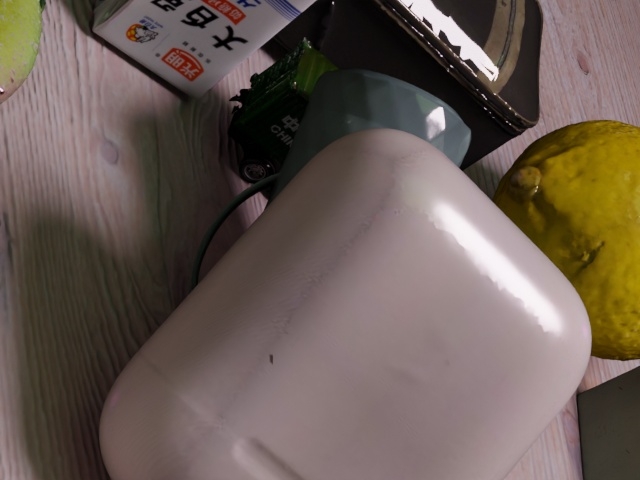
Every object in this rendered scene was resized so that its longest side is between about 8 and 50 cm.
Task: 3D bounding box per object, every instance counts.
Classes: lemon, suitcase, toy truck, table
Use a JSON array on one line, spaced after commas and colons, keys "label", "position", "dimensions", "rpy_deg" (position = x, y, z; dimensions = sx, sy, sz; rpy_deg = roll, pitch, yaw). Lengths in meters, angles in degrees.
[{"label": "lemon", "position": [0.317, -0.001, 1.594], "dimensions": [0.322, 0.268, 0.268], "rpy_deg": [22, 46, -23]}, {"label": "suitcase", "position": [0.068, -0.280, 1.564], "dimensions": [0.434, 0.194, 0.283], "rpy_deg": [41, 37, -26]}, {"label": "toy truck", "position": [0.028, -0.061, 1.399], "dimensions": [0.259, 0.121, 0.088], "rpy_deg": [41, 38, -23]}, {"label": "table", "position": [0.366, 0.265, 1.570], "dimensions": [0.111, 0.121, 0.240], "rpy_deg": [35, 40, -30]}]

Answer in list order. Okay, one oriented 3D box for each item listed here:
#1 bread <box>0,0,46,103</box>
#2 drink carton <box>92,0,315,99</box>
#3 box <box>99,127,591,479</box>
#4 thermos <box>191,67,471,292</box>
[{"label": "bread", "position": [-0.332, -0.227, 1.142], "dimensions": [0.301, 0.045, 0.301], "rpy_deg": [33, 41, -34]}, {"label": "drink carton", "position": [-0.056, -0.269, 1.284], "dimensions": [0.130, 0.315, 0.106], "rpy_deg": [33, 37, -31]}, {"label": "box", "position": [0.025, 0.109, 1.103], "dimensions": [0.288, 0.349, 0.141], "rpy_deg": [43, -6, -22]}, {"label": "thermos", "position": [0.000, 0.000, 1.233], "dimensions": [0.182, 0.145, 0.286], "rpy_deg": [24, 82, 1]}]
